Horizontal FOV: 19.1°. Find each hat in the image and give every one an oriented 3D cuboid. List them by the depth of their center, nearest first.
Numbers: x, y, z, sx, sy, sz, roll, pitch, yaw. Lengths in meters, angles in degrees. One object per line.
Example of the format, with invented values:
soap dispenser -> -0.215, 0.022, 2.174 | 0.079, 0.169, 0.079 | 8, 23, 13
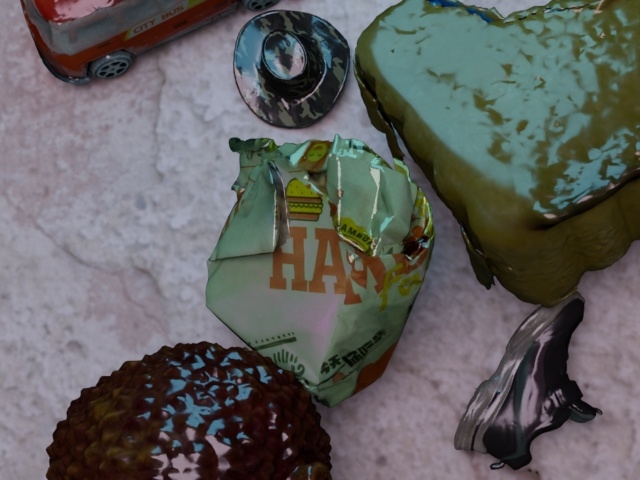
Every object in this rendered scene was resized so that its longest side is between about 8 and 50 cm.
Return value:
hat -> -0.031, -0.164, 1.722 | 0.121, 0.050, 0.121 | -3, 73, 12

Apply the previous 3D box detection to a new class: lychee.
lychee -> -0.107, 0.199, 1.551 | 0.271, 0.236, 0.236 | -5, 72, 42

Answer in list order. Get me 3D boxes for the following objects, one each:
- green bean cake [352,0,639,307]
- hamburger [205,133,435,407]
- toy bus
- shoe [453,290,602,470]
green bean cake -> 0.214, -0.118, 1.608 | 0.310, 0.202, 0.285 | -29, 60, -1
hamburger -> -0.003, -0.002, 1.604 | 0.235, 0.125, 0.214 | 48, 128, 40
toy bus -> -0.150, -0.246, 1.725 | 0.265, 0.120, 0.121 | -24, 72, 2
shoe -> 0.191, 0.127, 1.606 | 0.099, 0.071, 0.169 | 34, 87, 12
